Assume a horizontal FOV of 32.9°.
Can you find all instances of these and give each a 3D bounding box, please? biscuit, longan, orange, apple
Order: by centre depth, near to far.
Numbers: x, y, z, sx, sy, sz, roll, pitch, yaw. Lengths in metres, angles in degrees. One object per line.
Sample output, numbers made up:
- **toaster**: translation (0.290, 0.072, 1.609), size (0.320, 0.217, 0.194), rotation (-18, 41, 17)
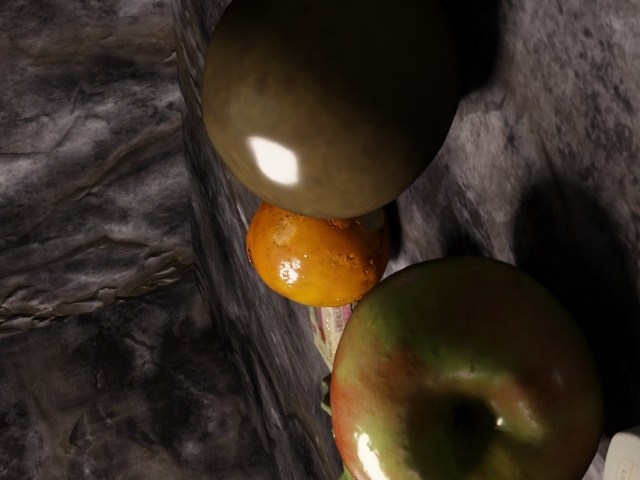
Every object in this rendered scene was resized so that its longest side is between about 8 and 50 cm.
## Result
- **apple**: translation (0.162, 0.175, 1.254), size (0.277, 0.319, 0.319), rotation (-43, -62, -84)
- **longan**: translation (0.015, -0.192, 1.353), size (0.361, 0.361, 0.360), rotation (164, 90, -75)
- **orange**: translation (0.000, 0.000, 1.795), size (0.240, 0.240, 0.239), rotation (164, 90, -75)
- **biscuit**: translation (0.024, 0.136, 2.162), size (0.186, 0.079, 0.309), rotation (-129, 26, -52)

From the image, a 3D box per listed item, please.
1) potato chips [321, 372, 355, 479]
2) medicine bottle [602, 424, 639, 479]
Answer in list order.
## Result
- **potato chips**: translation (0.051, 0.401, 2.013), size (0.373, 0.097, 0.389), rotation (-77, -11, -57)
- **medicine bottle**: translation (0.375, 0.285, 0.968), size (0.296, 0.111, 0.161), rotation (-137, 34, -61)
